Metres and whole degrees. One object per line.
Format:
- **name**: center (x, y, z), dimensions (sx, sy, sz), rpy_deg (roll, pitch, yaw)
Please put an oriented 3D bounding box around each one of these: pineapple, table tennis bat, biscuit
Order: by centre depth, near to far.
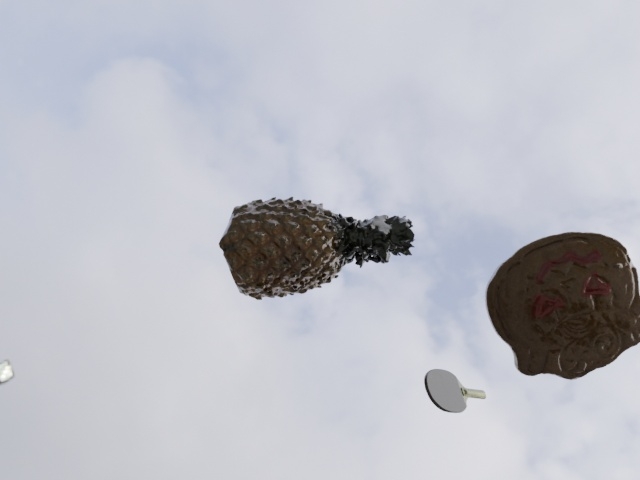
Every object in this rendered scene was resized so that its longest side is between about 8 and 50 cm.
- **biscuit**: center (0.432, 0.114, 1.041), dimensions (0.273, 0.049, 0.257), rpy_deg (-21, -87, -1)
- **table tennis bat**: center (0.258, 0.287, 1.126), dimensions (0.013, 0.157, 0.087), rpy_deg (-47, -139, 36)
- **pineapple**: center (0.000, 0.000, 1.163), dimensions (0.362, 0.202, 0.201), rpy_deg (-9, -92, 4)
